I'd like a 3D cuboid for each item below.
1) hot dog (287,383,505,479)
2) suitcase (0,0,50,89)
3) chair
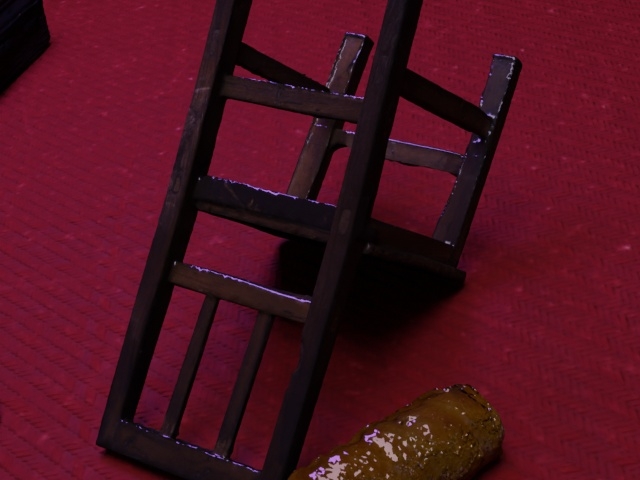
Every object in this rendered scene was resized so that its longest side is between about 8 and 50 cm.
[{"bbox_3d":[0.010,0.186,0.773,0.289,0.068,0.083,-28,47,-24],"label":"hot dog"},{"bbox_3d":[-0.526,-0.252,1.412,0.230,0.152,0.335,5,39,18],"label":"suitcase"},{"bbox_3d":[0.000,0.000,0.946,0.203,0.416,0.241,15,-1,28],"label":"chair"}]
